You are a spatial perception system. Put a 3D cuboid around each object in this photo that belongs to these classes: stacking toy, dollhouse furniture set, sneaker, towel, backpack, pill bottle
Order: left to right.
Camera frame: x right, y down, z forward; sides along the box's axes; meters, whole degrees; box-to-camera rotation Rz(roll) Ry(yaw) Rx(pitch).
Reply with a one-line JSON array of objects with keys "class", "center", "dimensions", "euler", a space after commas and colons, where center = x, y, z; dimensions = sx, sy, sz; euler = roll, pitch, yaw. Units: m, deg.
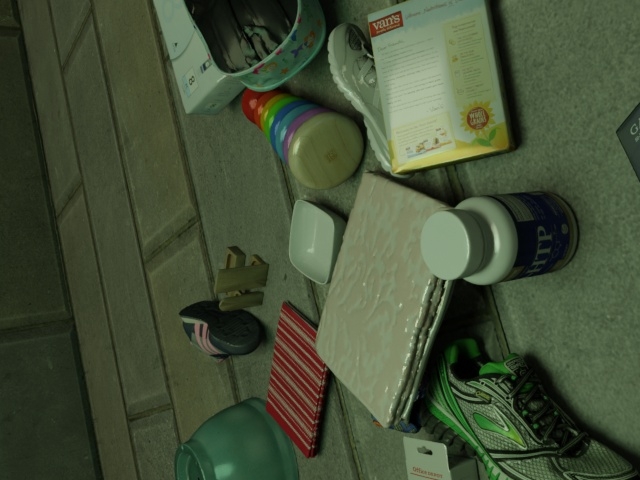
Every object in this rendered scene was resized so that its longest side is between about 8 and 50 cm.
[{"class": "dollhouse furniture set", "center": [-0.217, 0.089, 1.601], "dimensions": [0.151, 0.123, 0.144], "euler": [39, 126, 46]}, {"class": "sneaker", "center": [-0.223, 0.234, 1.675], "dimensions": [0.319, 0.112, 0.131], "euler": [15, 125, 56]}, {"class": "backpack", "center": [-0.106, -0.397, 1.267], "dimensions": [0.225, 0.191, 0.253], "euler": [-33, 63, 21]}, {"class": "stacking toy", "center": [-0.055, -0.216, 1.328], "dimensions": [0.330, 0.141, 0.141], "euler": [45, 131, 52]}, {"class": "towel", "center": [-0.045, 0.288, 1.470], "dimensions": [0.199, 0.031, 0.275], "euler": [34, 121, 50]}, {"class": "towel", "center": [0.098, 0.074, 1.100], "dimensions": [0.317, 0.053, 0.332], "euler": [35, 110, 64]}, {"class": "sneaker", "center": [0.110, -0.239, 1.116], "dimensions": [0.115, 0.105, 0.281], "euler": [-39, 70, 35]}, {"class": "sneaker", "center": [0.147, 0.215, 1.149], "dimensions": [0.087, 0.083, 0.221], "euler": [20, 115, 35]}, {"class": "pill bottle", "center": [0.222, -0.002, 0.891], "dimensions": [0.112, 0.186, 0.112], "euler": [15, 108, 54]}, {"class": "sneaker", "center": [0.258, 0.237, 0.928], "dimensions": [0.343, 0.134, 0.146], "euler": [25, 115, 52]}]

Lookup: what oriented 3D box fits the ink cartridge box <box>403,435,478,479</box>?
[{"class": "ink cartridge box", "center": [0.194, 0.395, 1.109], "dimensions": [0.104, 0.061, 0.181], "euler": [-10, 88, 55]}]

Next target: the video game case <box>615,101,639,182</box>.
[{"class": "video game case", "center": [0.393, -0.070, 0.676], "dimensions": [0.196, 0.026, 0.274], "euler": [114, 155, -51]}]

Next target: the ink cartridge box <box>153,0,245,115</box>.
[{"class": "ink cartridge box", "center": [-0.199, -0.486, 1.478], "dimensions": [0.385, 0.091, 0.308], "euler": [-32, 70, 46]}]

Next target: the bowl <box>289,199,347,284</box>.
[{"class": "bowl", "center": [0.000, 0.000, 1.333], "dimensions": [0.142, 0.053, 0.142], "euler": [31, 120, 48]}]

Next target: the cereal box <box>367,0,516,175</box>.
[{"class": "cereal box", "center": [0.168, -0.226, 0.997], "dimensions": [0.173, 0.047, 0.240], "euler": [-10, 86, 28]}]

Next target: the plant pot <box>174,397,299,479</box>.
[{"class": "plant pot", "center": [-0.209, 0.522, 1.601], "dimensions": [0.293, 0.196, 0.293], "euler": [15, 108, 54]}]
